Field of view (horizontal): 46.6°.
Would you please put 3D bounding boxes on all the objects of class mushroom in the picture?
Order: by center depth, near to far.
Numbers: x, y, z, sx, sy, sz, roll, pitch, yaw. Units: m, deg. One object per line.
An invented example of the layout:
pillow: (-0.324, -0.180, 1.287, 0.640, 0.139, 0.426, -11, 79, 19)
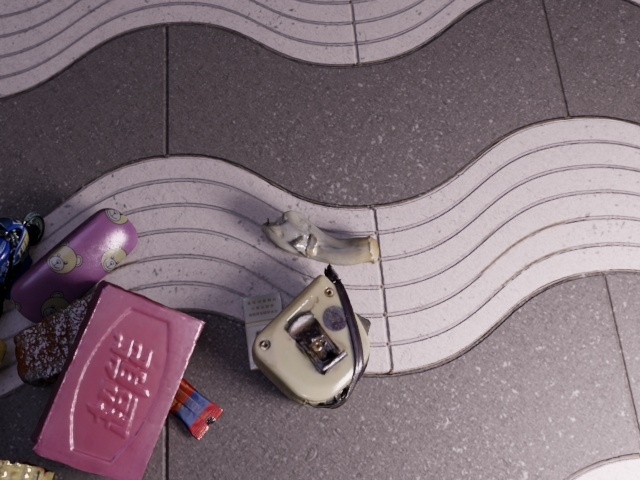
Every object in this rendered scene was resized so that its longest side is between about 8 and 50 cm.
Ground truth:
mushroom: (-0.002, 0.002, 1.705, 0.277, 0.099, 0.096, 18, 85, 6)

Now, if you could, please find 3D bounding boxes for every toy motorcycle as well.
toy motorcycle: (-0.724, 0.056, 1.678, 0.113, 0.169, 0.316, 13, 67, 14)

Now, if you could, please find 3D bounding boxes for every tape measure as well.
tape measure: (0.012, 0.216, 1.589, 0.231, 0.133, 0.271, 41, 67, 10)

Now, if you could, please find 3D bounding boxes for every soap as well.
soap: (-0.413, 0.288, 1.533, 0.232, 0.128, 0.360, 24, 80, -18)

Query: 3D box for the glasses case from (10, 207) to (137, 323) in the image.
glasses case: (-0.561, 0.056, 1.700, 0.316, 0.076, 0.123, -44, 117, -12)

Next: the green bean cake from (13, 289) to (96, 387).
green bean cake: (-0.554, 0.214, 1.649, 0.232, 0.097, 0.199, -17, 71, -3)

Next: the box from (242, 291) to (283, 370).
box: (-0.122, 0.203, 1.666, 0.089, 0.024, 0.167, -9, 69, 0)

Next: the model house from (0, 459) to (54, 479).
model house: (-0.667, 0.533, 1.504, 0.253, 0.160, 0.196, 12, 70, 6)

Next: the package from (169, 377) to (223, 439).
package: (-0.312, 0.341, 1.625, 0.200, 0.022, 0.083, 37, 76, 15)

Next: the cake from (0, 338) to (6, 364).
cake: (-0.833, 0.293, 1.570, 0.285, 0.222, 0.228, 2, 70, 4)
